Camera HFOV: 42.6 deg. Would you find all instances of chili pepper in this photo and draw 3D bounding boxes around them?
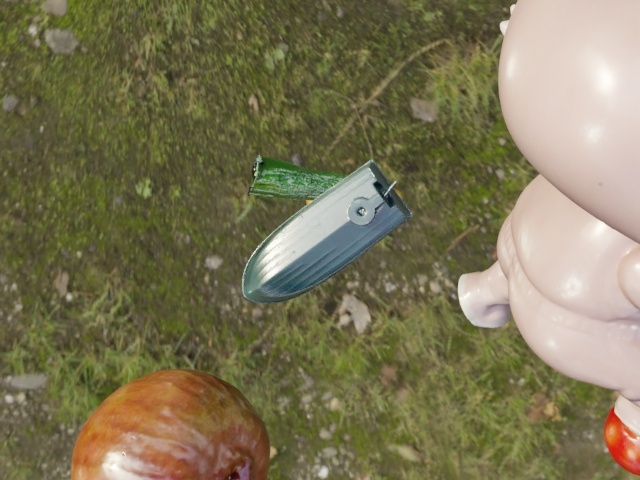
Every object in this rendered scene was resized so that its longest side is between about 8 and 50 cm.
[{"bbox_3d":[0.004,-0.081,1.268,0.227,0.088,0.059,9,111,-4],"label":"chili pepper"}]

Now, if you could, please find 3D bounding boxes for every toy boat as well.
[{"bbox_3d":[0.000,0.000,1.038,0.246,0.103,0.093,-37,91,8],"label":"toy boat"}]

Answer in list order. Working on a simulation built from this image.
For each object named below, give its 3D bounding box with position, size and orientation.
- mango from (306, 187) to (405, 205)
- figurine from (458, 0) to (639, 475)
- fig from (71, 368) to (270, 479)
[{"bbox_3d":[0.064,-0.067,1.529,0.184,0.102,0.085,7,152,2],"label":"mango"},{"bbox_3d":[0.164,-0.024,0.395,0.186,0.176,0.287,9,127,1],"label":"figurine"},{"bbox_3d":[-0.154,0.222,0.790,0.205,0.205,0.205,-5,115,-10],"label":"fig"}]
